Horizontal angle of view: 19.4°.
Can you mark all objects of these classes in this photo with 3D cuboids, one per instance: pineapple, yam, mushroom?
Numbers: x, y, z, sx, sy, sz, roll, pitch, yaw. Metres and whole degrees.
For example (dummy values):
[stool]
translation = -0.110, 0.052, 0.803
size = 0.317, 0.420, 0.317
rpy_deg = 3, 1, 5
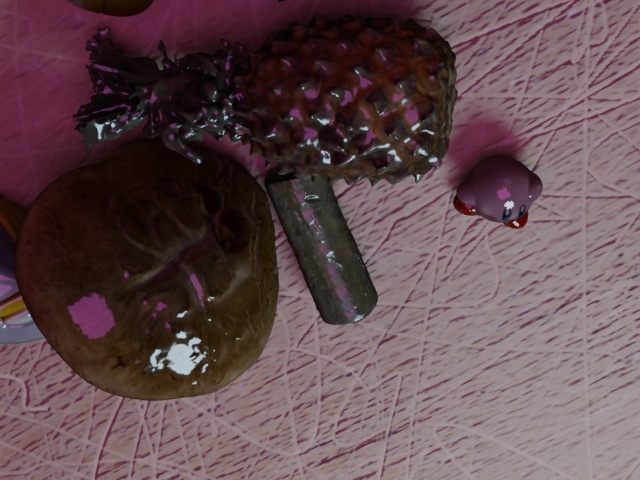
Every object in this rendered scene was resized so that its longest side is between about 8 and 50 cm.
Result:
[pineapple]
translation = -0.053, -0.139, 1.787
size = 0.361, 0.175, 0.175
rpy_deg = 5, 114, 9
[yam]
translation = 0.000, 0.000, 1.887
size = 0.068, 0.068, 0.169
rpy_deg = -20, 109, 6
[mushroom]
translation = -0.157, 0.023, 1.812
size = 0.278, 0.146, 0.278
rpy_deg = 5, 80, -28

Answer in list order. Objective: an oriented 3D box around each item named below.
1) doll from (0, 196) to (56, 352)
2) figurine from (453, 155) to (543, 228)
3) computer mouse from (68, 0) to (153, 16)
[doll]
translation = -0.287, 0.053, 1.880
size = 0.316, 0.103, 0.145
rpy_deg = 21, 107, -17
[figurine]
translation = 0.177, -0.051, 1.870
size = 0.083, 0.071, 0.067
rpy_deg = 0, 72, -11
[computer mouse]
translation = -0.190, -0.304, 1.757
size = 0.102, 0.045, 0.199
rpy_deg = 12, 112, -5
